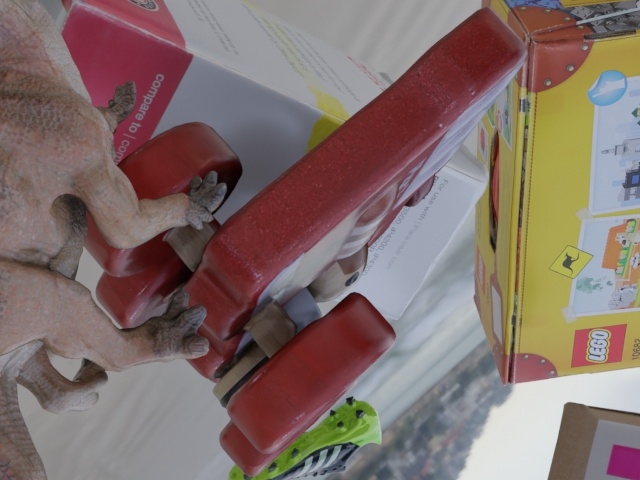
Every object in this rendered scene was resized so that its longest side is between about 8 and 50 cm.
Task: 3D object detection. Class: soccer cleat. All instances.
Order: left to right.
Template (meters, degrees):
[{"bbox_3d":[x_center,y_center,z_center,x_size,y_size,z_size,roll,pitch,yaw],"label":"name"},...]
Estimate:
[{"bbox_3d":[-0.013,0.238,1.053,0.178,0.060,0.072,-26,125,-5],"label":"soccer cleat"}]

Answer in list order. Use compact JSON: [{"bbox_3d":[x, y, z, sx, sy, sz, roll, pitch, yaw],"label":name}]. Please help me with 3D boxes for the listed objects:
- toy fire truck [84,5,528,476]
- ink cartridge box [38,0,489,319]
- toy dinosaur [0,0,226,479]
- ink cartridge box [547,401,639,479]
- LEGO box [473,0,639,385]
[{"bbox_3d":[0.000,0.000,0.619,0.254,0.169,0.302,-39,171,-18],"label":"toy fire truck"},{"bbox_3d":[-0.085,-0.110,0.831,0.384,0.279,0.160,20,112,-31],"label":"ink cartridge box"},{"bbox_3d":[-0.160,-0.010,0.423,0.200,0.296,0.127,12,173,-41],"label":"toy dinosaur"},{"bbox_3d":[0.318,0.215,0.742,0.193,0.234,0.088,43,60,-45],"label":"ink cartridge box"},{"bbox_3d":[0.389,-0.082,1.160,0.372,0.193,0.500,-7,128,-2],"label":"LEGO box"}]
